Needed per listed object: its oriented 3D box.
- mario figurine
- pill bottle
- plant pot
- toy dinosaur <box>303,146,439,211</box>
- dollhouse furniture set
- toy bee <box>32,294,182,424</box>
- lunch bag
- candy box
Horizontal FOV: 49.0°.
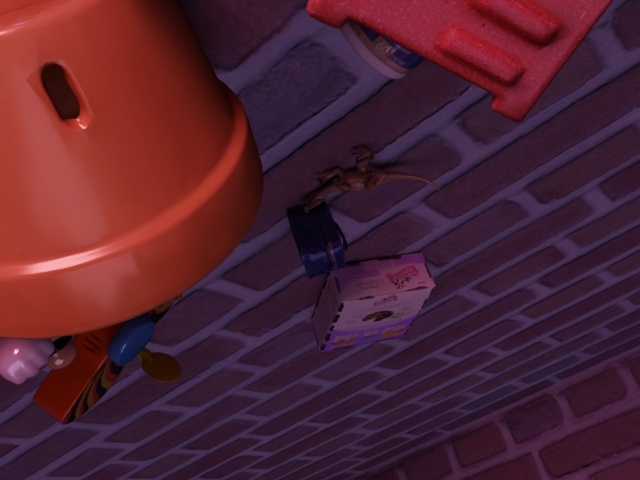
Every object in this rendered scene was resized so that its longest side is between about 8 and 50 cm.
[{"bbox_3d":[-0.259,0.070,0.727,0.198,0.170,0.320,6,155,-44],"label":"mario figurine"},{"bbox_3d":[0.101,-0.231,0.622,0.094,0.094,0.169,15,137,-43],"label":"pill bottle"},{"bbox_3d":[-0.201,-0.103,0.524,0.291,0.291,0.203,-14,133,-6],"label":"plant pot"},{"bbox_3d":[0.062,-0.082,0.911,0.183,0.053,0.092,-11,166,2],"label":"toy dinosaur"},{"bbox_3d":[-0.030,-0.236,0.298,0.374,0.201,0.152,24,129,-18],"label":"dollhouse furniture set"},{"bbox_3d":[-0.246,0.106,0.938,0.298,0.195,0.162,-37,171,11],"label":"toy bee"},{"bbox_3d":[0.000,0.000,0.949,0.065,0.098,0.067,-19,145,-3],"label":"lunch bag"},{"bbox_3d":[0.085,0.109,1.204,0.165,0.070,0.196,-7,149,-17],"label":"candy box"}]
